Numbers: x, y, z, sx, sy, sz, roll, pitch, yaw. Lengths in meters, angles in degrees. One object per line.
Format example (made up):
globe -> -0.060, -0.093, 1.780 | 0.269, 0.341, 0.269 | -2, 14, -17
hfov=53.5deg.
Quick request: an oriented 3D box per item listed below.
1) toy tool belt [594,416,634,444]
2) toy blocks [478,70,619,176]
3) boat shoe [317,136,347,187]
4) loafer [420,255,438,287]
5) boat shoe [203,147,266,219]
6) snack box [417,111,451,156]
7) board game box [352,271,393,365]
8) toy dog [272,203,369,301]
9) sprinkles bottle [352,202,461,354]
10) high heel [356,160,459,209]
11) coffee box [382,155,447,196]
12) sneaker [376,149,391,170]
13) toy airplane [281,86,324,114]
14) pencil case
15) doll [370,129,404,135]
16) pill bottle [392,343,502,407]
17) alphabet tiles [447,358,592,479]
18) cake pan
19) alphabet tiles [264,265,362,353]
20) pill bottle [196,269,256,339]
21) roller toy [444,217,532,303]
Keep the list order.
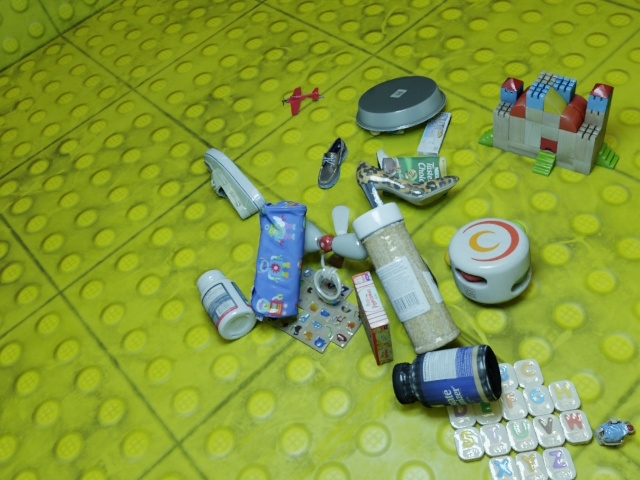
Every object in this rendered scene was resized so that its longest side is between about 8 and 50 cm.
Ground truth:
toy tool belt -> 0.611, 0.392, 1.311 | 0.083, 0.051, 0.052 | -16, 50, 2
toy blocks -> 0.630, -0.341, 1.749 | 0.381, 0.261, 0.190 | 23, 62, 29
boat shoe -> 0.030, -0.243, 1.955 | 0.066, 0.066, 0.183 | 6, 54, 20
loafer -> 0.207, 0.026, 1.677 | 0.109, 0.095, 0.302 | -30, 51, -10
boat shoe -> -0.288, -0.181, 1.967 | 0.094, 0.109, 0.302 | -38, 56, -13
snack box -> 0.355, -0.332, 1.968 | 0.064, 0.022, 0.178 | 10, 56, 22
board game box -> 0.126, 0.187, 1.503 | 0.045, 0.193, 0.146 | -17, 53, -3
toy dog -> 0.000, 0.000, 1.720 | 0.334, 0.220, 0.161 | 33, 22, 27
sprinkles bottle -> 0.202, 0.090, 1.512 | 0.121, 0.121, 0.355 | -25, 82, -5
high heel -> 0.236, -0.181, 1.753 | 0.261, 0.093, 0.186 | -23, 73, -5
coffee box -> 0.269, -0.183, 1.815 | 0.184, 0.040, 0.113 | 0, 77, 1
sneaker -> 0.217, -0.210, 1.889 | 0.075, 0.057, 0.161 | -15, 55, 0
toy airplane -> -0.063, -0.495, 2.203 | 0.151, 0.028, 0.151 | -8, 50, 9
pencil case -> -0.109, 0.049, 1.621 | 0.133, 0.119, 0.306 | 7, 95, 10
doll -> 0.243, -0.380, 2.020 | 0.189, 0.046, 0.129 | -24, 40, -7
pill bottle -> 0.276, 0.304, 1.402 | 0.219, 0.123, 0.122 | -15, 48, 27
alphabet tiles -> 0.427, 0.392, 1.380 | 0.284, 0.021, 0.278 | -11, 50, 7
cake pan -> 0.249, -0.442, 2.014 | 0.293, 0.054, 0.293 | -13, 35, 9
alphabet tiles -> -0.001, 0.184, 1.665 | 0.237, 0.009, 0.198 | 25, 62, 29
pill bottle -> -0.254, 0.165, 1.682 | 0.108, 0.108, 0.180 | -32, 51, -11
roller toy -> 0.417, 0.054, 1.568 | 0.209, 0.146, 0.191 | -13, 40, 10
